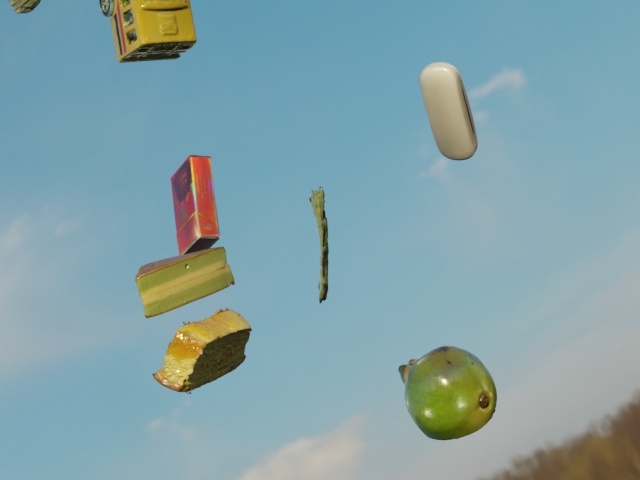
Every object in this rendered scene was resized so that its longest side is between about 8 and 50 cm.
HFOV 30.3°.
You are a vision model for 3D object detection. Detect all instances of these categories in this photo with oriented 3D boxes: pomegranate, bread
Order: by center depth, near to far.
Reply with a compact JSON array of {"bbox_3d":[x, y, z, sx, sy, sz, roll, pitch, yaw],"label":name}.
[{"bbox_3d":[-0.208,0.063,1.834,0.139,0.074,0.084,-12,13,1],"label":"bread"},{"bbox_3d":[-0.180,0.175,1.868,0.187,0.065,0.103,-13,-50,-56],"label":"bread"},{"bbox_3d":[0.260,0.293,2.493,0.189,0.159,0.241,-24,26,9],"label":"pomegranate"}]

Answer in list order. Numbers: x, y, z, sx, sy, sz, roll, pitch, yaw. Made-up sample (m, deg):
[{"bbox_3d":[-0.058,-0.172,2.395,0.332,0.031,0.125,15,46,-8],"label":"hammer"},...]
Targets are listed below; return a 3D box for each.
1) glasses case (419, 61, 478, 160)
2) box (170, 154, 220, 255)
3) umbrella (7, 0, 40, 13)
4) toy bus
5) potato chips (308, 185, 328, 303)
[{"bbox_3d":[0.229,-0.228,2.106,0.074,0.193,0.049,1,38,31],"label":"glasses case"},{"bbox_3d":[-0.246,-0.064,2.297,0.048,0.175,0.112,3,-24,-29],"label":"box"},{"bbox_3d":[-0.445,-0.388,1.681,0.062,0.067,0.143,-56,-39,-26],"label":"umbrella"},{"bbox_3d":[-0.282,-0.452,1.840,0.121,0.336,0.123,-10,0,-30],"label":"toy bus"},{"bbox_3d":[-0.001,0.000,1.989,0.028,0.208,0.092,-5,19,-1],"label":"potato chips"}]
